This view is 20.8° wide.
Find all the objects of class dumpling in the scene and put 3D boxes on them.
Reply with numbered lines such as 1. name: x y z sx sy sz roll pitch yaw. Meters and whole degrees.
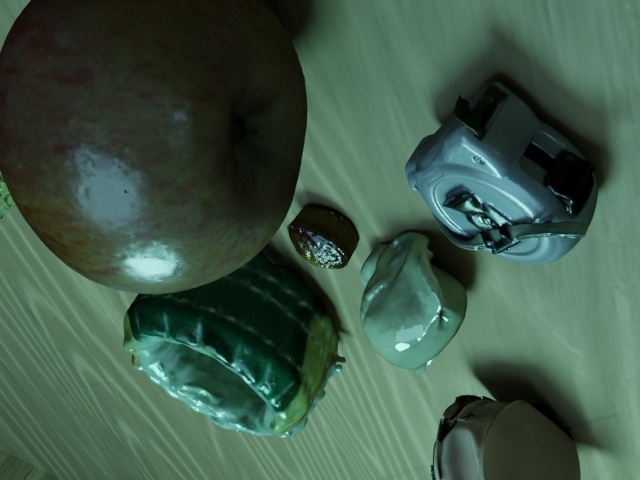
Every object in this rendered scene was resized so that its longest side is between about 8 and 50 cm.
1. dumpling: 0.100 0.065 1.996 0.151 0.124 0.229 65 159 19

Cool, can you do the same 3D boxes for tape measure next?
1. tape measure: 0.175 -0.049 1.658 0.178 0.105 0.196 33 156 -2

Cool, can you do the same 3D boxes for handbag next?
1. handbag: 0.229 0.283 2.171 0.116 0.179 0.205 -6 145 44

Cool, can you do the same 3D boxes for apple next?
1. apple: -0.150 -0.109 1.674 0.269 0.345 0.345 23 158 48

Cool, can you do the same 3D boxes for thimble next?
1. thimble: -0.111 0.129 2.284 0.288 0.167 0.254 38 151 -20

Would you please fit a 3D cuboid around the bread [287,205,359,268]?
1. bread: 0.000 0.000 2.044 0.085 0.053 0.085 27 157 13

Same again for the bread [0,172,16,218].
1. bread: -0.456 -0.126 2.291 0.174 0.121 0.245 36 163 14
